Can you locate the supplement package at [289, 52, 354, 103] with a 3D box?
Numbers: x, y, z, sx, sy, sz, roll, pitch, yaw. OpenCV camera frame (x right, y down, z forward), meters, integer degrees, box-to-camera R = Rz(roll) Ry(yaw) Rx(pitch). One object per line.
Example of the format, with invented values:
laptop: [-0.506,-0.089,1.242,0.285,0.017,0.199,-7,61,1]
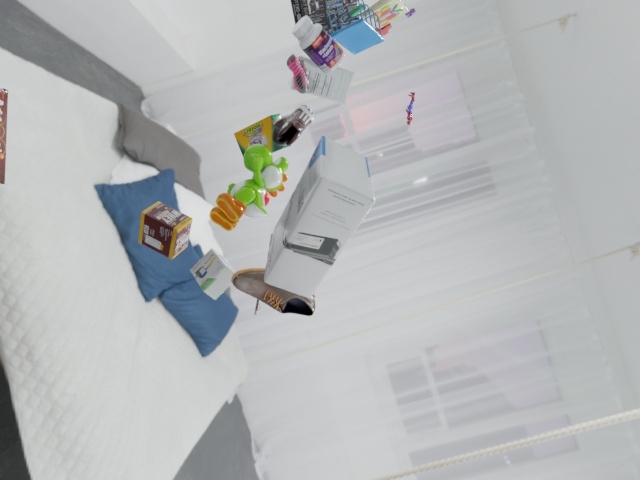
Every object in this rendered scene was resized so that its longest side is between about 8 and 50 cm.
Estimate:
supplement package: [0.000,-0.697,1.719,0.139,0.244,0.134,-106,-150,-57]

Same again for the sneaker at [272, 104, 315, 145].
sneaker: [-0.150,-0.431,1.624,0.106,0.281,0.162,41,58,-17]

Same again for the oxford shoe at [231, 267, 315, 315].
oxford shoe: [-0.182,0.211,1.618,0.133,0.363,0.130,-104,-146,-63]

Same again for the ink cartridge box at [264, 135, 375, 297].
ink cartridge box: [-0.013,-0.067,1.213,0.395,0.166,0.285,-58,-163,32]

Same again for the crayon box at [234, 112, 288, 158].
crayon box: [-0.293,-0.510,2.014,0.081,0.278,0.165,-34,108,-49]

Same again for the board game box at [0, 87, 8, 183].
board game box: [-0.965,-0.303,1.133,0.145,0.027,0.281,-34,132,-79]

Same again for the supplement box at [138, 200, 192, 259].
supplement box: [-0.754,-0.050,1.947,0.191,0.194,0.129,-66,175,34]

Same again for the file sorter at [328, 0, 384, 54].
file sorter: [0.118,-0.716,1.327,0.170,0.118,0.104,-6,86,-58]

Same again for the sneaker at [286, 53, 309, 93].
sneaker: [-0.050,-0.456,1.103,0.057,0.047,0.119,-2,70,-50]

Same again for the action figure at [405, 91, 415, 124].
action figure: [0.318,-0.466,1.426,0.038,0.030,0.115,-63,154,-46]

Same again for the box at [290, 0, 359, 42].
box: [0.022,-1.018,1.730,0.076,0.307,0.242,28,-41,50]

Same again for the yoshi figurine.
yoshi figurine: [-0.265,-0.220,1.451,0.362,0.203,0.203,-53,146,-36]

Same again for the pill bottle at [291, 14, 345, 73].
pill bottle: [-0.010,-0.722,1.474,0.193,0.108,0.108,35,27,-33]

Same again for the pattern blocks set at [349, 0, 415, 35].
pattern blocks set: [0.249,-0.875,1.540,0.325,0.285,0.026,-21,93,-45]

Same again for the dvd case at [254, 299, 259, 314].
dvd case: [-0.311,0.307,2.036,0.087,0.013,0.119,-66,168,-77]

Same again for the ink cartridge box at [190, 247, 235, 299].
ink cartridge box: [-0.500,0.153,1.876,0.093,0.154,0.212,49,-7,-39]
